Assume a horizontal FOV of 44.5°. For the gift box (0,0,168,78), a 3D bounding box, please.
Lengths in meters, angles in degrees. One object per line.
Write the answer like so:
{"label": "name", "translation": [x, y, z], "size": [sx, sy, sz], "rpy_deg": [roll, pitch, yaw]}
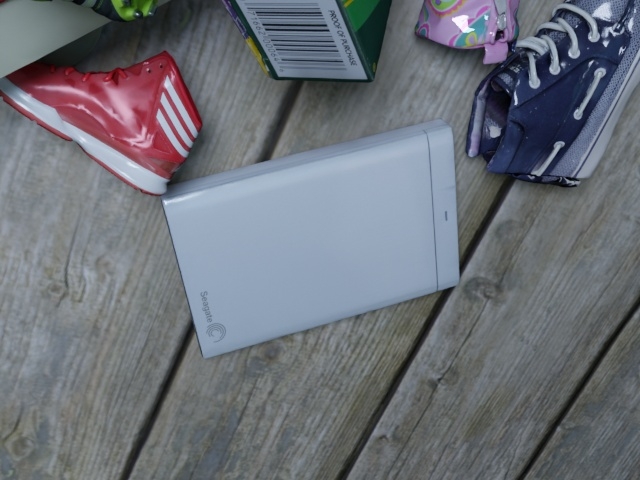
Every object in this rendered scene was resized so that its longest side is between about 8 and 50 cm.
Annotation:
{"label": "gift box", "translation": [-0.250, -0.309, 0.562], "size": [0.258, 0.276, 0.255], "rpy_deg": [-26, 167, -1]}

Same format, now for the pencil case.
{"label": "pencil case", "translation": [0.167, -0.333, 0.797], "size": [0.124, 0.124, 0.284], "rpy_deg": [-6, 119, -16]}

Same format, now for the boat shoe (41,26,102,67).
{"label": "boat shoe", "translation": [-0.235, -0.226, 0.763], "size": [0.049, 0.042, 0.133], "rpy_deg": [17, 125, -33]}

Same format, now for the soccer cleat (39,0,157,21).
{"label": "soccer cleat", "translation": [-0.162, -0.185, 0.518], "size": [0.072, 0.179, 0.060], "rpy_deg": [28, 107, 10]}

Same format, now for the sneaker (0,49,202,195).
{"label": "sneaker", "translation": [-0.214, -0.154, 0.767], "size": [0.221, 0.087, 0.128], "rpy_deg": [35, 96, -15]}

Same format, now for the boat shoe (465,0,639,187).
{"label": "boat shoe", "translation": [0.284, -0.216, 0.897], "size": [0.158, 0.127, 0.341], "rpy_deg": [-2, 119, -27]}

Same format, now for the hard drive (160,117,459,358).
{"label": "hard drive", "translation": [0.000, 0.000, 0.970], "size": [0.353, 0.047, 0.233], "rpy_deg": [-15, 122, -11]}

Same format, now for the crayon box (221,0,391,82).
{"label": "crayon box", "translation": [-0.017, -0.346, 0.549], "size": [0.106, 0.313, 0.363], "rpy_deg": [6, 158, 21]}
